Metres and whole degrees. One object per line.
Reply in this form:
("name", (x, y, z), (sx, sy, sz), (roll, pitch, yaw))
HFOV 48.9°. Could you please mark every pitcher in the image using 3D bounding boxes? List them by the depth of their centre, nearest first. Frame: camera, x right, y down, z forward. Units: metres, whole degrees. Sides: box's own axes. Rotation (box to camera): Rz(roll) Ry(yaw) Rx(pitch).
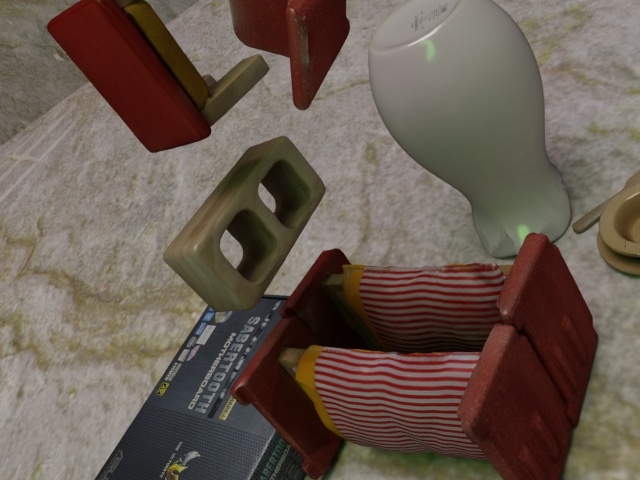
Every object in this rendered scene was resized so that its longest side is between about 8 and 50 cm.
("pitcher", (0.128, -0.114, 0.594), (0.125, 0.207, 0.178), (-24, 35, 24))

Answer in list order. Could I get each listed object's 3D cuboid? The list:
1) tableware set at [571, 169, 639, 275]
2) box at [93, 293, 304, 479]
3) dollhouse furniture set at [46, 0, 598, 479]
("tableware set", (0.284, -0.050, 0.510), (0.194, 0.039, 0.128), (-39, 32, 3))
("box", (-0.080, 0.155, 0.621), (0.183, 0.059, 0.233), (1, 51, 45))
("dollhouse furniture set", (0.000, 0.000, 0.438), (0.201, 0.374, 0.152), (-7, 41, 44))
